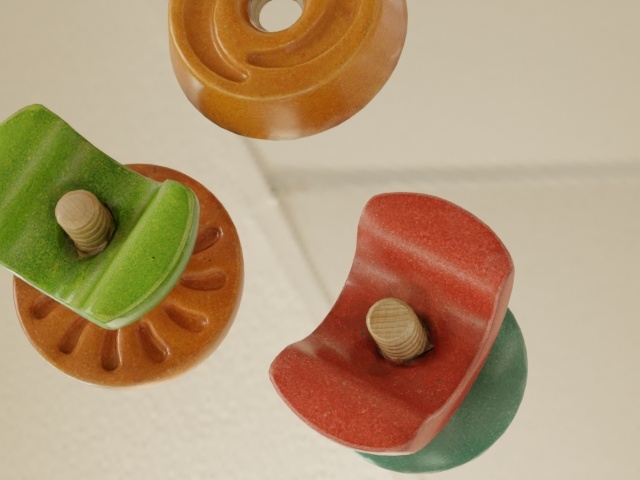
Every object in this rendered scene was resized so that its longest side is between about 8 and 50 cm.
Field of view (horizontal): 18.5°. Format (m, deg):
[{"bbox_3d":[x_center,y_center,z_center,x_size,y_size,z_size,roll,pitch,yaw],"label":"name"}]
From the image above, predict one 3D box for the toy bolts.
[{"bbox_3d":[0.000,0.000,0.836,0.228,0.158,0.218,33,-99,21],"label":"toy bolts"}]
